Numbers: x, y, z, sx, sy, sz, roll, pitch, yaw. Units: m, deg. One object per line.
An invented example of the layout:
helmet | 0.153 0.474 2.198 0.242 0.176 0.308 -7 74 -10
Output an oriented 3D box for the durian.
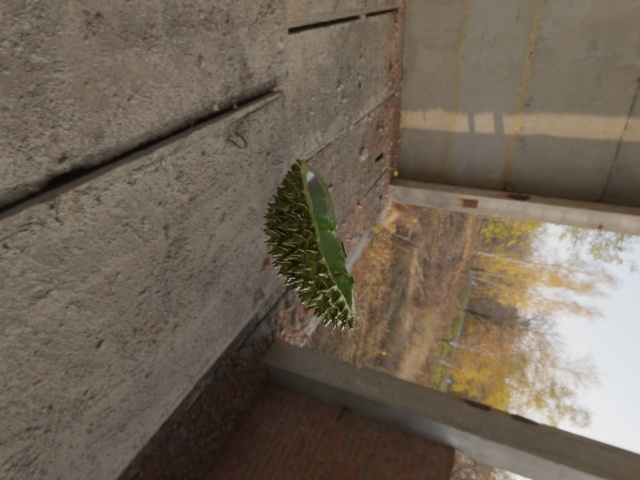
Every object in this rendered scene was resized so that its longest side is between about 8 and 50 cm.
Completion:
durian | -0.006 0.006 0.773 0.169 0.157 0.356 -11 81 -36
